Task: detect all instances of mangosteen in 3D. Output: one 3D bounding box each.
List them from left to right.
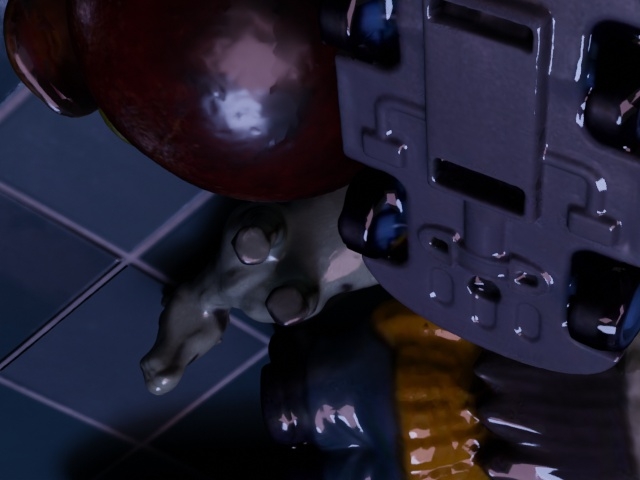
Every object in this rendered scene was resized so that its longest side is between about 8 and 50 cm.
[{"bbox_3d":[-0.041,-0.099,0.607,0.200,0.200,0.200,-7,136,-6],"label":"mangosteen"}]

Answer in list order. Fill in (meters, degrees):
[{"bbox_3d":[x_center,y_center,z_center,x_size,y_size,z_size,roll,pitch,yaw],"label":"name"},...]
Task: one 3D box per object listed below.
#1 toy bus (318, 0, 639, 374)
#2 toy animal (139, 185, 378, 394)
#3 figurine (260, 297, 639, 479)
[{"bbox_3d":[0.087,-0.060,0.519,0.126,0.136,0.209,22,142,25],"label":"toy bus"},{"bbox_3d":[-0.007,0.004,0.727,0.255,0.170,0.090,-24,94,17],"label":"toy animal"},{"bbox_3d":[0.136,0.097,0.805,0.332,0.204,0.185,-15,108,-2],"label":"figurine"}]
